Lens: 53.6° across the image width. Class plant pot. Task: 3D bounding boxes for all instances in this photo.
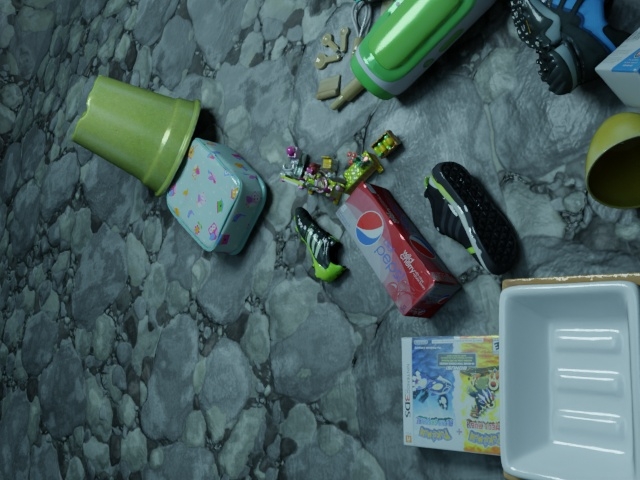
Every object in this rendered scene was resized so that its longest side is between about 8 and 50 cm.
[{"bbox_3d":[0.434,-0.124,0.890,0.134,0.134,0.095,-34,34,34],"label":"plant pot"},{"bbox_3d":[-0.478,-0.285,1.614,0.276,0.254,0.276,-49,28,38],"label":"plant pot"}]

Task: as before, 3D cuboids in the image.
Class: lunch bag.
[{"bbox_3d":[-0.258,-0.105,1.535,0.279,0.108,0.224,43,116,41],"label":"lunch bag"}]

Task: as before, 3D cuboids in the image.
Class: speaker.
[{"bbox_3d":[0.190,-0.396,1.156,0.296,0.131,0.131,-42,56,32],"label":"speaker"}]

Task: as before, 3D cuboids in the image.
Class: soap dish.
[{"bbox_3d":[0.365,0.195,0.871,0.229,0.118,0.291,-8,76,48],"label":"soap dish"}]

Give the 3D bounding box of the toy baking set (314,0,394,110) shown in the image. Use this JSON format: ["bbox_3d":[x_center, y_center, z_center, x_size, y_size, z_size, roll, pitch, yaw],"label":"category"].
[{"bbox_3d":[0.069,-0.403,1.340,0.256,0.030,0.197,-33,60,34],"label":"toy baking set"}]

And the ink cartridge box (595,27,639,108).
[{"bbox_3d":[0.478,-0.264,0.822,0.190,0.139,0.082,-42,100,13],"label":"ink cartridge box"}]

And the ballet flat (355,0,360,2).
[{"bbox_3d":[0.165,-0.567,1.235,0.280,0.095,0.096,-16,111,34],"label":"ballet flat"}]

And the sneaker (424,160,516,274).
[{"bbox_3d":[0.249,-0.030,1.083,0.235,0.084,0.097,68,149,30],"label":"sneaker"}]

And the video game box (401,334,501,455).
[{"bbox_3d":[0.228,0.252,1.051,0.205,0.048,0.187,-10,77,42],"label":"video game box"}]

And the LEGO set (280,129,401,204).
[{"bbox_3d":[0.020,-0.148,1.283,0.287,0.107,0.132,-5,79,43],"label":"LEGO set"}]

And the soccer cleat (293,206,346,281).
[{"bbox_3d":[0.000,0.000,1.313,0.072,0.060,0.179,-33,67,23],"label":"soccer cleat"}]

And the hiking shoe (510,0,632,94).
[{"bbox_3d":[0.387,-0.361,1.005,0.132,0.113,0.304,-15,61,9],"label":"hiking shoe"}]

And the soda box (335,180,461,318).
[{"bbox_3d":[0.136,0.015,1.159,0.092,0.083,0.263,-50,52,24],"label":"soda box"}]
